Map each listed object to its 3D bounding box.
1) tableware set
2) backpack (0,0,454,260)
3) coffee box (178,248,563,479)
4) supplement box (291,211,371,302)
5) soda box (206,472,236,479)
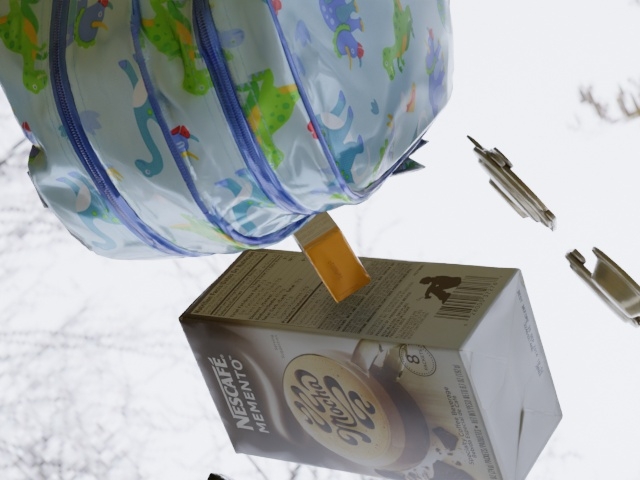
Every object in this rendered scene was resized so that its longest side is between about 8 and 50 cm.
[{"bbox_3d":[0.146,-0.003,0.866,0.020,0.168,0.141,-44,180,4],"label":"tableware set"},{"bbox_3d":[-0.046,-0.139,0.902,0.273,0.290,0.355,8,-147,40],"label":"backpack"},{"bbox_3d":[0.042,0.112,1.289,0.297,0.168,0.119,3,-143,37],"label":"coffee box"},{"bbox_3d":[0.000,0.000,1.217,0.036,0.062,0.098,-33,-148,-2],"label":"supplement box"},{"bbox_3d":[-0.128,0.347,1.627,0.060,0.053,0.168,25,-95,18],"label":"soda box"}]
